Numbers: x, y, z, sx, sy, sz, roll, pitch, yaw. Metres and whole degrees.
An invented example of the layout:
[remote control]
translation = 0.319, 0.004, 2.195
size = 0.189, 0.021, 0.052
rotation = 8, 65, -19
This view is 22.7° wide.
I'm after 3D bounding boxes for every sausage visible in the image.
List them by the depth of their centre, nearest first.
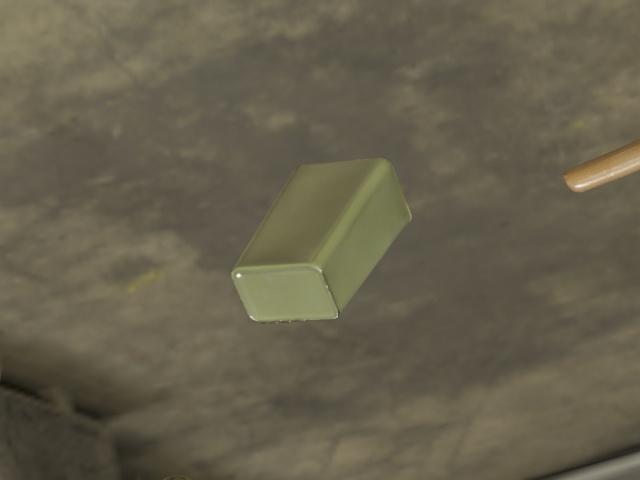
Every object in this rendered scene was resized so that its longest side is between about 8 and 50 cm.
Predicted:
[sausage]
translation = 0.255, -0.069, 1.330
size = 0.116, 0.026, 0.026
rotation = -24, 156, 34

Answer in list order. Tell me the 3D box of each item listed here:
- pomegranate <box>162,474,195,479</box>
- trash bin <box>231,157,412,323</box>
[pomegranate]
translation = -0.046, 0.178, 0.416
size = 0.182, 0.224, 0.181
rotation = 18, 169, 3
[trash bin]
translation = 0.000, 0.000, 0.825
size = 0.061, 0.092, 0.043
rotation = -4, 122, 30
